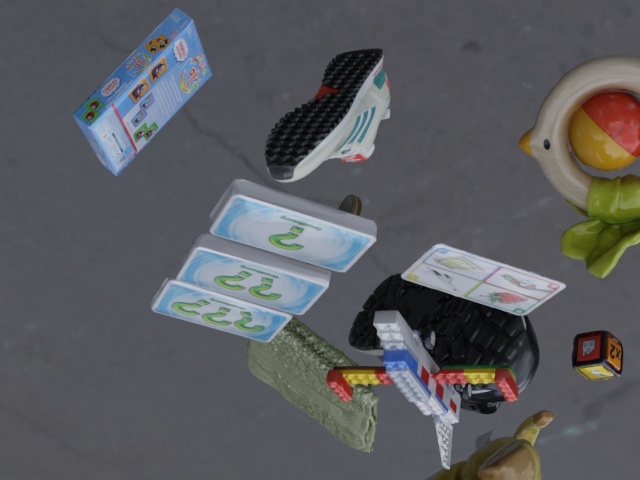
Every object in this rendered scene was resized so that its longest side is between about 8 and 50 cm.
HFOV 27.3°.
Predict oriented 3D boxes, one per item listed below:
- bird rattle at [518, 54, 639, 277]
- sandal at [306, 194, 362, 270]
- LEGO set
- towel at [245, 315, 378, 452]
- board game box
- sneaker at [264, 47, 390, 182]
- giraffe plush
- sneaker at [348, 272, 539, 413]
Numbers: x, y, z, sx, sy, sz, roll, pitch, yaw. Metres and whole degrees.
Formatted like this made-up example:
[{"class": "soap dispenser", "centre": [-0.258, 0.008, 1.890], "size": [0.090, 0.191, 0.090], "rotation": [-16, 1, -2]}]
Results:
[{"class": "bird rattle", "centre": [0.316, -0.092, 1.310], "size": [0.253, 0.207, 0.143], "rotation": [-50, -179, 33]}, {"class": "sandal", "centre": [0.000, 0.000, 1.545], "size": [0.049, 0.180, 0.072], "rotation": [37, 138, -5]}, {"class": "LEGO set", "centre": [0.037, 0.057, 0.732], "size": [0.244, 0.060, 0.182], "rotation": [17, 152, -15]}, {"class": "towel", "centre": [-0.009, 0.113, 1.109], "size": [0.027, 0.148, 0.110], "rotation": [-40, 152, -27]}, {"class": "board game box", "centre": [-0.248, -0.208, 1.870], "size": [0.211, 0.039, 0.160], "rotation": [-48, 161, -13]}, {"class": "sneaker", "centre": [0.015, -0.082, 1.031], "size": [0.057, 0.161, 0.075], "rotation": [2, 130, 32]}, {"class": "giraffe plush", "centre": [0.178, 0.279, 1.222], "size": [0.181, 0.170, 0.210], "rotation": [-34, 177, 29]}, {"class": "sneaker", "centre": [0.136, 0.098, 1.138], "size": [0.124, 0.283, 0.107], "rotation": [37, 84, -17]}]
